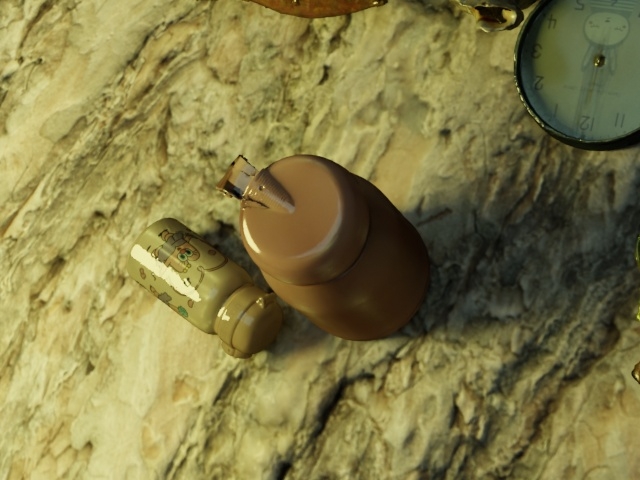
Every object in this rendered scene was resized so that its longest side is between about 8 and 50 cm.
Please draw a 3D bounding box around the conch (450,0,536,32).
[{"bbox_3d":[0.203,-0.356,1.484,0.159,0.210,0.291,-38,26,11],"label":"conch"}]

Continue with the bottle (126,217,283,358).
[{"bbox_3d":[-0.144,0.068,1.566,0.209,0.097,0.110,36,120,24],"label":"bottle"}]

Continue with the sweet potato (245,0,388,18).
[{"bbox_3d":[-0.060,-0.369,1.650,0.336,0.131,0.131,12,79,20],"label":"sweet potato"}]

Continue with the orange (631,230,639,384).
[{"bbox_3d":[0.459,0.051,1.286,0.196,0.262,0.335,5,63,-7],"label":"orange"}]

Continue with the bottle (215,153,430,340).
[{"bbox_3d":[0.000,0.000,1.427,0.206,0.297,0.173,34,89,23],"label":"bottle"}]

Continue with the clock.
[{"bbox_3d":[0.338,-0.216,1.493,0.214,0.042,0.215,-2,85,23],"label":"clock"}]
